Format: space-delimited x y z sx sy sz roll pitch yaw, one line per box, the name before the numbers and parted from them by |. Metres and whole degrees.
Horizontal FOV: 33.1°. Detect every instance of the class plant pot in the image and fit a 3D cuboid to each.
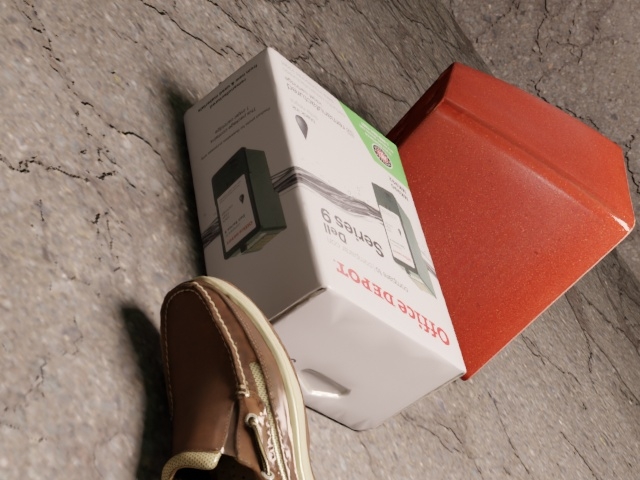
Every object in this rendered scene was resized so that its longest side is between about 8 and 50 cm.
plant pot | 0.178 -0.051 1.257 0.235 0.267 0.267 40 25 -6

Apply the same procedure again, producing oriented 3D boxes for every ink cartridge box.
ink cartridge box | 0.000 0.000 0.983 0.211 0.121 0.289 32 33 -42

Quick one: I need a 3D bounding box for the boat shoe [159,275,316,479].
boat shoe | -0.061 0.138 0.722 0.095 0.095 0.258 6 54 -54
